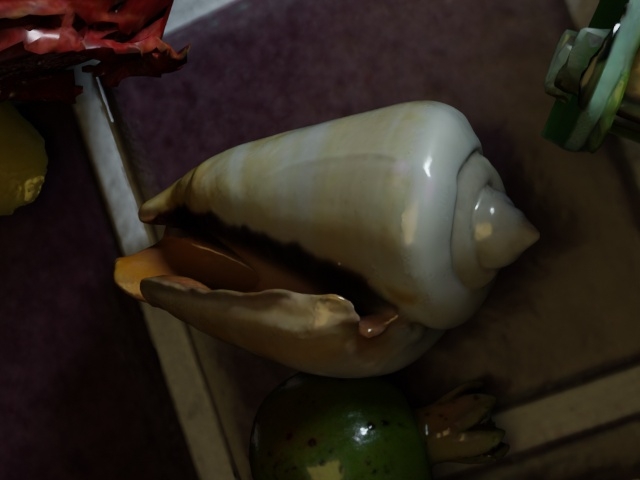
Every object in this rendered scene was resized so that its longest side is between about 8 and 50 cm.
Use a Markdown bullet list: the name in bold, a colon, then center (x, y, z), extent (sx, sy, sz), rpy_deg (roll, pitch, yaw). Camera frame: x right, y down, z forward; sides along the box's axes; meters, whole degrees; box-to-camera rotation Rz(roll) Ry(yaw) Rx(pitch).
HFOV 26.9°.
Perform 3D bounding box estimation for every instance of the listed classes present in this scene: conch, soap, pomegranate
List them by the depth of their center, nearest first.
- **pomegranate**: center (0.031, 0.116, 0.730), extent (0.142, 0.114, 0.114), rpy_deg (-19, 83, -6)
- **conch**: center (0.009, 0.005, 0.738), extent (0.255, 0.127, 0.158), rpy_deg (1, 65, 46)
- **soap**: center (-0.239, -0.072, 0.859), extent (0.168, 0.033, 0.089), rpy_deg (47, 107, 14)

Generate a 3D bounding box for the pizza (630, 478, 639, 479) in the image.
- **pizza**: center (0.174, 0.212, 0.553), extent (0.406, 0.130, 0.440), rpy_deg (5, 79, 42)

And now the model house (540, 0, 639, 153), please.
- **model house**: center (0.300, -0.157, 0.599), extent (0.313, 0.242, 0.357), rpy_deg (21, 96, 2)

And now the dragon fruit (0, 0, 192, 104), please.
- **dragon fruit**: center (-0.210, -0.197, 0.724), extent (0.296, 0.295, 0.301), rpy_deg (-19, 69, 19)
